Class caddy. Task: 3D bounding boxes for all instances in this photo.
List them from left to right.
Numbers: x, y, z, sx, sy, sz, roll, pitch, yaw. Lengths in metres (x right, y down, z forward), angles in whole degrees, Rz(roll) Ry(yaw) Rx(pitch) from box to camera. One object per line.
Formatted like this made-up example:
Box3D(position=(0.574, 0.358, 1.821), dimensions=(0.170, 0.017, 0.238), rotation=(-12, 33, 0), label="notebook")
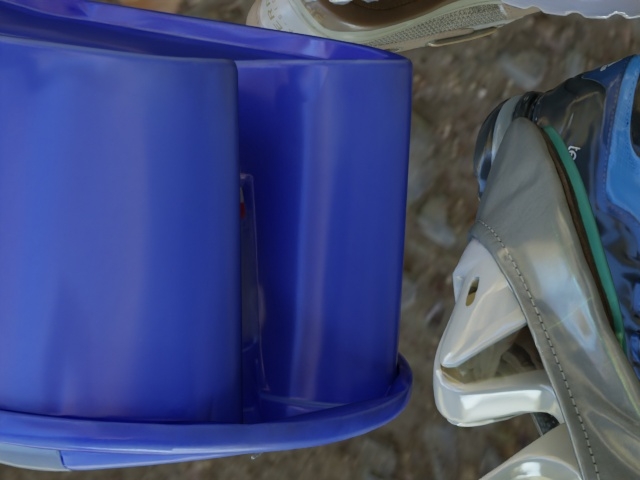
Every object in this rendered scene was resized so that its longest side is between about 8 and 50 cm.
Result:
Box3D(position=(-0.122, -0.001, 0.765), dimensions=(0.341, 0.241, 0.179), rotation=(13, 102, 34), label="caddy")

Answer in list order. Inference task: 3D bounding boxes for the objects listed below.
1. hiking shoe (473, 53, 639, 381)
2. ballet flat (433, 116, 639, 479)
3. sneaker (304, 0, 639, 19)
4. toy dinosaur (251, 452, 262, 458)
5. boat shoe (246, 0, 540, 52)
Box3D(position=(0.195, 0.047, 0.959), dimensions=(0.132, 0.113, 0.304), rotation=(-26, 101, 32), label="hiking shoe")
Box3D(position=(0.067, 0.050, 0.565), dimensions=(0.068, 0.213, 0.072), rotation=(-16, 143, -3), label="ballet flat")
Box3D(position=(0.053, -0.191, 1.031), dimensions=(0.281, 0.105, 0.115), rotation=(4, 118, 4), label="sneaker")
Box3D(position=(0.000, 0.000, 1.468), dimensions=(0.121, 0.160, 0.314), rotation=(11, 94, -10), label="toy dinosaur")
Box3D(position=(0.094, -0.206, 1.455), dimensions=(0.110, 0.341, 0.122), rotation=(-33, 75, 53), label="boat shoe")
